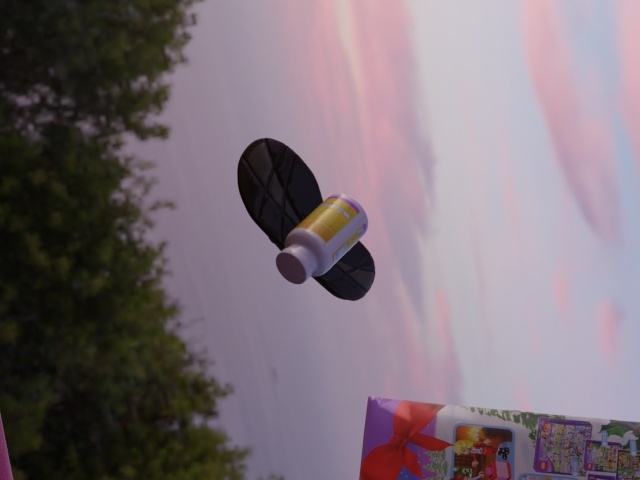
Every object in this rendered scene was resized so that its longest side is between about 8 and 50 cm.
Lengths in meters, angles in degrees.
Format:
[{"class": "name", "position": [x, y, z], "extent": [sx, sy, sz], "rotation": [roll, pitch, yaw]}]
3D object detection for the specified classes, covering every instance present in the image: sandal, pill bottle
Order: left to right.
[{"class": "sandal", "position": [-0.022, -0.019, 1.509], "extent": [0.219, 0.090, 0.060], "rotation": [46, -20, -22]}, {"class": "pill bottle", "position": [0.000, 0.000, 1.073], "extent": [0.083, 0.043, 0.043], "rotation": [-43, 132, -40]}]

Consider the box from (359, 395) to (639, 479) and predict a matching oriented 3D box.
[{"class": "box", "position": [0.112, 0.233, 0.780], "extent": [0.057, 0.200, 0.293], "rotation": [90, 7, -49]}]

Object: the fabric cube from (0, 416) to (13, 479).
[{"class": "fabric cube", "position": [-0.307, 0.136, 0.600], "extent": [0.259, 0.254, 0.258], "rotation": [-24, 104, -73]}]
